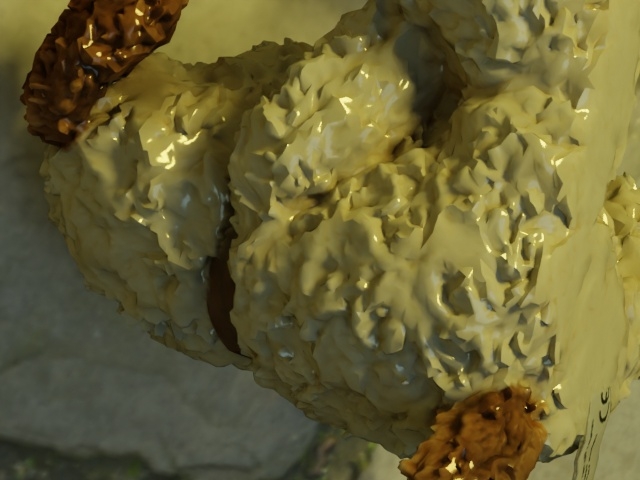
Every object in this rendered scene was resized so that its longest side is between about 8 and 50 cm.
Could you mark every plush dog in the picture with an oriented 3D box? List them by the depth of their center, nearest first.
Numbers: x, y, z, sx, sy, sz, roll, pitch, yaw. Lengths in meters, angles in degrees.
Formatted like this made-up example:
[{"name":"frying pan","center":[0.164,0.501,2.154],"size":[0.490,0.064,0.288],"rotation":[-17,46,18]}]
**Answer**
[{"name":"plush dog","center":[0.000,0.000,0.701],"size":[0.210,0.225,0.262],"rotation":[-61,147,-28]}]
